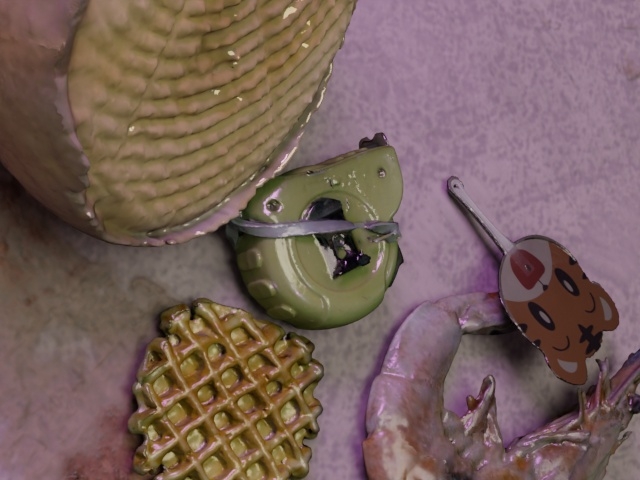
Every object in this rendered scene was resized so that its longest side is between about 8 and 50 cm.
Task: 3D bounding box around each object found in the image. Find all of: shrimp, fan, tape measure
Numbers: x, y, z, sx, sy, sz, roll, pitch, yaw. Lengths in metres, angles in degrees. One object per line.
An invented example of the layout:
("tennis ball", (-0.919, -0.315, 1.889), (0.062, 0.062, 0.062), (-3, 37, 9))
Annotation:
("shrimp", (0.185, 0.155, 1.379), (0.360, 0.085, 0.247), (-21, 88, -31))
("fan", (0.196, 0.027, 1.399), (0.227, 0.008, 0.152), (48, 42, -1))
("tape measure", (0.000, 0.000, 1.259), (0.177, 0.087, 0.154), (-18, 94, -33))

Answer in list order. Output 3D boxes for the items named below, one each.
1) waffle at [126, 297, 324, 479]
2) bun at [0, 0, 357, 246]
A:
("waffle", (-0.076, 0.141, 1.217), (0.183, 0.036, 0.169), (20, 75, -29))
("bun", (-0.131, -0.187, 1.104), (0.364, 0.202, 0.364), (-38, 144, -35))
